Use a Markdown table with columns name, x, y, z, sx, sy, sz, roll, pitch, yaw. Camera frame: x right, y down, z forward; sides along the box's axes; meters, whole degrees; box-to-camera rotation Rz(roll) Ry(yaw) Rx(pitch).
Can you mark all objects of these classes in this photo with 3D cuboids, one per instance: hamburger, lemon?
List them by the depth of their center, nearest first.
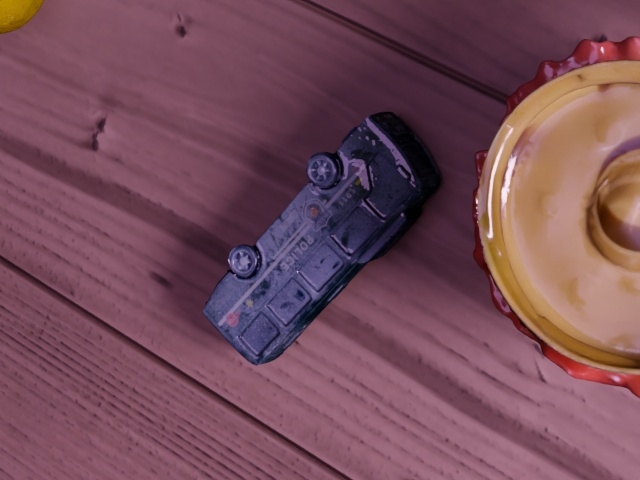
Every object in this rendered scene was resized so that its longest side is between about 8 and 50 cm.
| name | x | y | z | sx | sy | sz | roll | pitch | yaw |
| --- | --- | --- | --- | --- | --- | --- | --- | --- | --- |
| hamburger | 0.167 | -0.010 | 0.643 | 0.175 | 0.137 | 0.175 | 0 | 90 | 30 |
| lemon | -0.211 | -0.165 | 0.867 | 0.083 | 0.062 | 0.062 | -11 | 88 | 22 |

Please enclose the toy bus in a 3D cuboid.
| name | x | y | z | sx | sy | sz | roll | pitch | yaw |
| --- | --- | --- | --- | --- | --- | --- | --- | --- | --- |
| toy bus | 0.000 | 0.000 | 0.781 | 0.065 | 0.047 | 0.166 | 47 | 114 | 11 |
